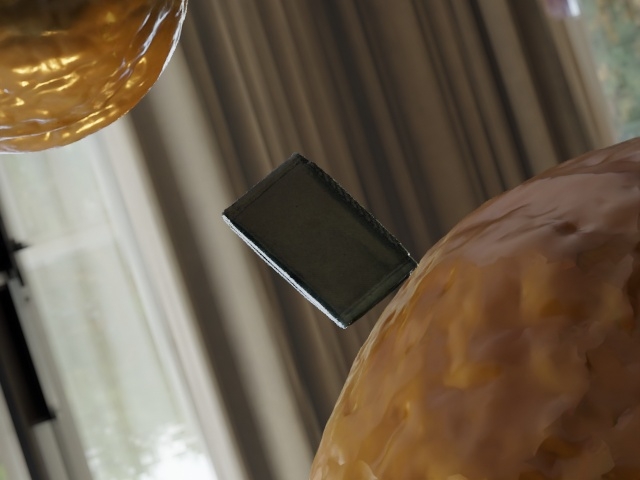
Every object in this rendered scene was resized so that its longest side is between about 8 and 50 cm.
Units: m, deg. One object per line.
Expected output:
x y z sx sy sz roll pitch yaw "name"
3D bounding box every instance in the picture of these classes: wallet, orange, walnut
0.000 0.000 1.188 0.088 0.129 0.026 -41 166 -28 "wallet"
0.154 0.124 0.642 0.341 0.340 0.293 -18 174 -31 "orange"
-0.222 -0.177 1.195 0.261 0.225 0.225 -11 -178 11 "walnut"
